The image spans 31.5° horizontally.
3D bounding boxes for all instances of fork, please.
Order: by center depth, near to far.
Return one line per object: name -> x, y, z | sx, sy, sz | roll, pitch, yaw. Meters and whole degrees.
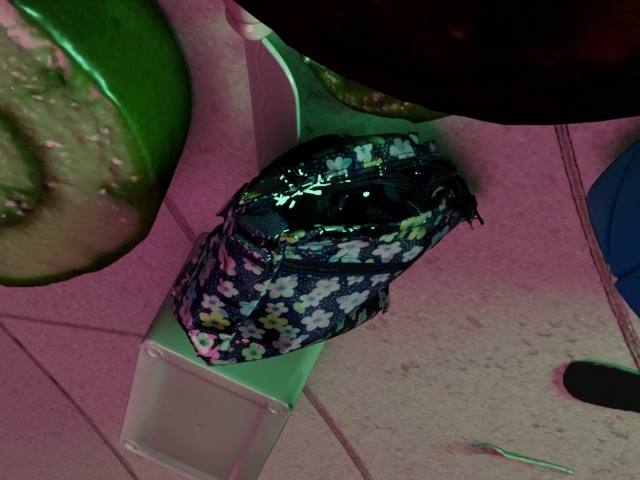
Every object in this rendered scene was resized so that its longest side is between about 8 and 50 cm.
fork -> 0.207, 0.228, 1.182 | 0.115, 0.012, 0.016 | 9, 145, 14

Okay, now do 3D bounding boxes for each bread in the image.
bread -> -0.294, -0.114, 0.921 | 0.366, 0.129, 0.382 | 18, 140, -2

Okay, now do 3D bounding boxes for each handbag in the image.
handbag -> 0.000, 0.000, 0.879 | 0.126, 0.229, 0.208 | 60, 140, 21

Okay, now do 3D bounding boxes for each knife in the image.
knife -> -0.038, -0.135, 0.845 | 0.081, 0.043, 0.336 | 46, 159, 33

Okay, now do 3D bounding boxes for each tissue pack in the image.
tissue pack -> -0.097, 0.136, 1.144 | 0.160, 0.136, 0.246 | 26, 144, 1

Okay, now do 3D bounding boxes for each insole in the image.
insole -> 0.342, 0.149, 1.008 | 0.253, 0.005, 0.086 | 12, 141, 17

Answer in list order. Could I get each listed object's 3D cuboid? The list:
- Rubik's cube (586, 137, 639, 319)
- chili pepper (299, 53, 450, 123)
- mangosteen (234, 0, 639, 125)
Rubik's cube -> 0.310, 0.036, 0.711 | 0.255, 0.254, 0.254 | 16, 142, 13
chili pepper -> 0.129, -0.135, 0.737 | 0.359, 0.076, 0.085 | -13, 161, 40
mangosteen -> 0.109, -0.243, 0.368 | 0.421, 0.381, 0.381 | -21, 124, 35
